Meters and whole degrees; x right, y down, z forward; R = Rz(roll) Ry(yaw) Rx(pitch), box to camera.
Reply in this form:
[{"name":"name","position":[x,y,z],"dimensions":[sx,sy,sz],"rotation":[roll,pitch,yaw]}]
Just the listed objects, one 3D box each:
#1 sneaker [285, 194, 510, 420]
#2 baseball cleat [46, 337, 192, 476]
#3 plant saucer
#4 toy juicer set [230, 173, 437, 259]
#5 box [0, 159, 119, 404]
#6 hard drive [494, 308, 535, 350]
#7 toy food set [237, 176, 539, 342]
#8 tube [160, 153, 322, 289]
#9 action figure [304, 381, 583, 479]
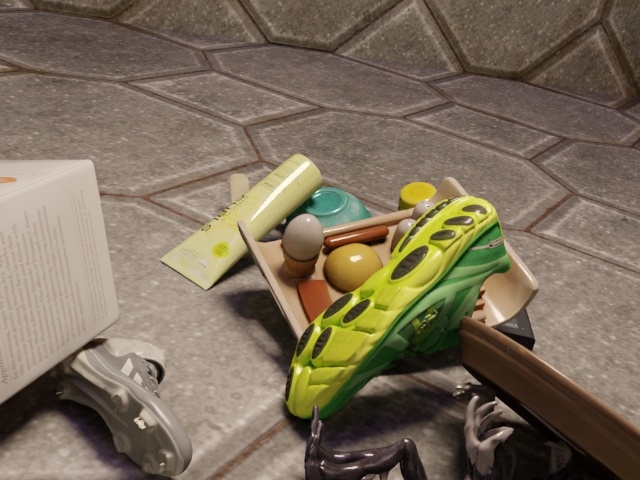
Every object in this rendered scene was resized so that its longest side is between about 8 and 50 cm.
[{"name":"sneaker","position":[0.090,0.085,0.877],"dimensions":[0.295,0.123,0.109],"rotation":[-43,24,-10]},{"name":"baseball cleat","position":[-0.166,0.138,0.797],"dimensions":[0.206,0.072,0.109],"rotation":[29,29,34]},{"name":"plant saucer","position":[0.233,0.170,0.795],"dimensions":[0.278,0.041,0.278],"rotation":[39,-4,3]},{"name":"toy juicer set","position":[0.000,0.000,1.217],"dimensions":[0.328,0.090,0.209],"rotation":[5,42,15]},{"name":"box","position":[-0.359,0.052,0.711],"dimensions":[0.214,0.168,0.345],"rotation":[1,18,21]},{"name":"hard drive","position":[0.231,0.098,1.153],"dimensions":[0.094,0.022,0.135],"rotation":[12,23,0]},{"name":"toy food set","position":[0.078,0.024,1.028],"dimensions":[0.306,0.092,0.220],"rotation":[-14,47,-21]},{"name":"tube","position":[-0.097,-0.027,1.153],"dimensions":[0.240,0.062,0.070],"rotation":[-41,10,-26]},{"name":"action figure","position":[0.124,0.191,0.719],"dimensions":[0.275,0.141,0.164],"rotation":[8,-7,0]}]
